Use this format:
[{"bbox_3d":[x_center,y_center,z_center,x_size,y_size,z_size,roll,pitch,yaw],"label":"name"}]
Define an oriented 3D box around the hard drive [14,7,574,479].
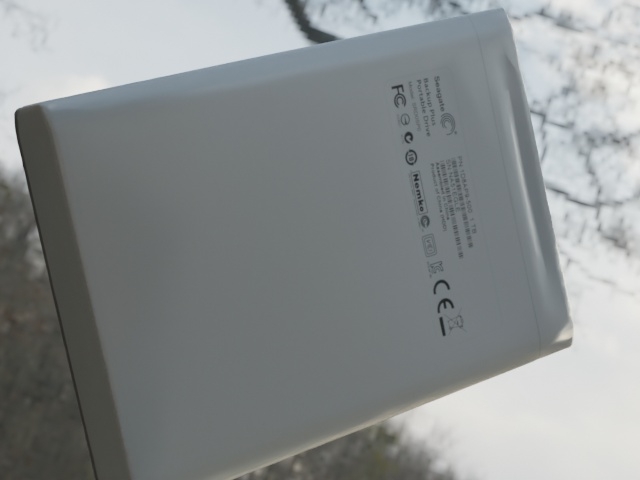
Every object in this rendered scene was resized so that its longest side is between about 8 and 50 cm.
[{"bbox_3d":[0.000,0.000,1.034,0.353,0.233,0.047,-17,7,-37],"label":"hard drive"}]
